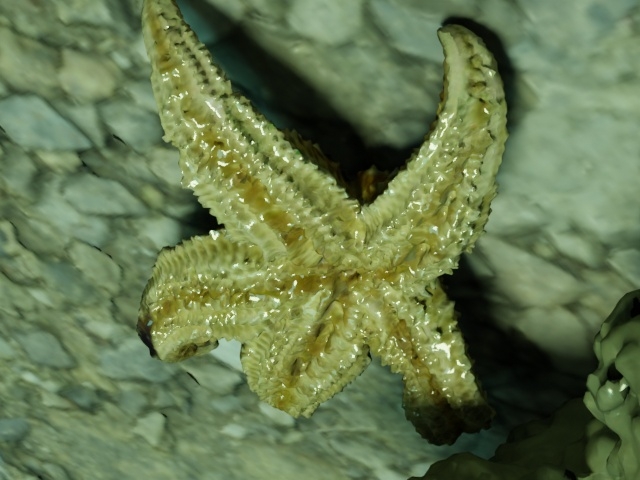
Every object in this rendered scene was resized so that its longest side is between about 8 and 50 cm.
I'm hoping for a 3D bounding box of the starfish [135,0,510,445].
[{"bbox_3d":[0.000,0.001,0.727,0.216,0.071,0.238,32,137,-17],"label":"starfish"}]

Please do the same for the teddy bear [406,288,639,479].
[{"bbox_3d":[0.152,0.133,0.680,0.357,0.224,0.367,3,140,-2],"label":"teddy bear"}]
